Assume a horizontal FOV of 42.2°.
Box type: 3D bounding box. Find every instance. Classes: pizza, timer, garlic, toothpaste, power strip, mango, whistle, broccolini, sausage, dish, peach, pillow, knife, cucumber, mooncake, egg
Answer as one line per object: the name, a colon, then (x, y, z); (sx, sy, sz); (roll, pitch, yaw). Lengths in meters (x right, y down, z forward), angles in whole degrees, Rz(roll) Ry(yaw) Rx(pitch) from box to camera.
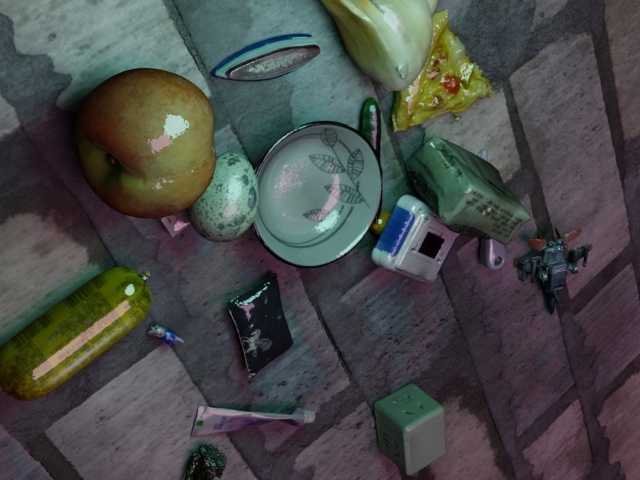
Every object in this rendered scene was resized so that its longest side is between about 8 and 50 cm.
pizza: (0.297, -0.364, 1.853); (0.287, 0.075, 0.280); (1, 111, -36)
timer: (0.233, 0.006, 1.941); (0.253, 0.078, 0.178); (20, 99, -54)
garlic: (0.125, -0.458, 1.620); (0.249, 0.286, 0.313); (-26, 133, 32)
toothpaste: (-0.148, 0.409, 1.895); (0.301, 0.048, 0.075); (5, 135, -31)
power strip: (0.239, 0.514, 2.168); (0.139, 0.140, 0.224); (-24, 124, -27)
mango: (0.152, -0.039, 1.912); (0.089, 0.046, 0.060); (-6, 114, -38)
whistle: (-0.315, 0.195, 1.687); (0.033, 0.029, 0.083); (-34, 132, 29)
broccolini: (-0.283, 0.543, 1.866); (0.091, 0.068, 0.203); (23, 111, -28)
sausage: (-0.449, 0.169, 1.511); (0.347, 0.123, 0.123); (-38, 128, -16)
dish: (-0.026, -0.104, 1.710); (0.316, 0.106, 0.317); (-12, 114, -29)
peach: (-0.288, -0.170, 1.410); (0.252, 0.252, 0.253); (-16, 119, -31)
pillow: (-0.128, 0.187, 1.806); (0.141, 0.055, 0.208); (-35, 128, -30)
knife: (0.414, -0.071, 2.103); (0.080, 0.044, 0.331); (-25, 118, -17)
cucumber: (0.109, -0.173, 1.818); (0.056, 0.056, 0.284); (-17, 116, -30)
mooncake: (0.322, -0.112, 1.879); (0.254, 0.250, 0.136); (21, 117, -37)
egg: (-0.179, -0.081, 1.542); (0.132, 0.132, 0.172); (17, 92, -40)

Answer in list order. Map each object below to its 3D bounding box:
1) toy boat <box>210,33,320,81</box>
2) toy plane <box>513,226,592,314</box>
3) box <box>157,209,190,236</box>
toy boat: (-0.101, -0.344, 1.591); (0.228, 0.046, 0.080); (-22, 125, -30)
toy plane: (0.651, 0.103, 2.309); (0.222, 0.104, 0.326); (-13, 125, -1)
box: (-0.259, -0.062, 1.604); (0.117, 0.036, 0.051); (-40, 128, -15)
